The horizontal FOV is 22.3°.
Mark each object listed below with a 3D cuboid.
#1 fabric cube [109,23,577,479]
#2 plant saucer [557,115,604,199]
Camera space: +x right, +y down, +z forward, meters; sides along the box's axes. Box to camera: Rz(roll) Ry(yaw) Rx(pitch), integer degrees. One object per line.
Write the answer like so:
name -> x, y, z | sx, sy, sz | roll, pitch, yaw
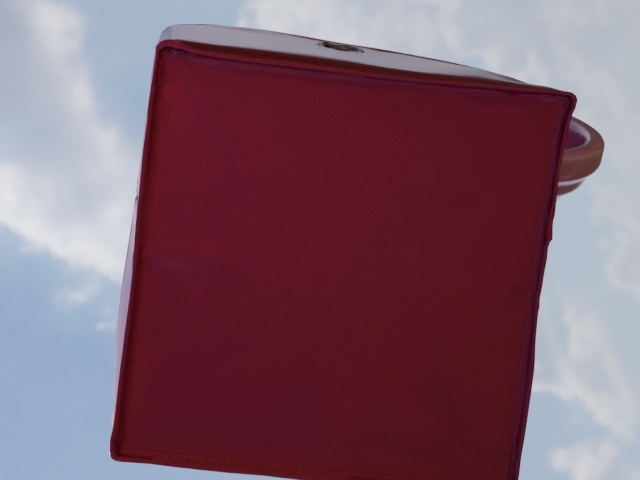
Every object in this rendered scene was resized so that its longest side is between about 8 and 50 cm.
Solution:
fabric cube -> 0.000, 0.000, 1.066 | 0.258, 0.254, 0.259 | -119, 37, -80
plant saucer -> 0.110, -0.093, 1.608 | 0.332, 0.332, 0.084 | -58, -21, -73
